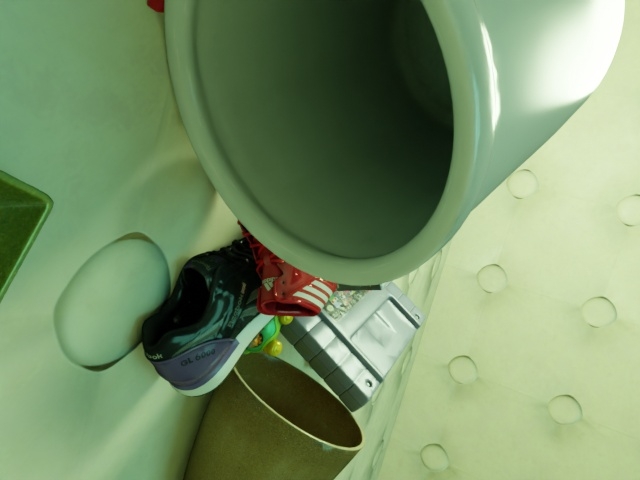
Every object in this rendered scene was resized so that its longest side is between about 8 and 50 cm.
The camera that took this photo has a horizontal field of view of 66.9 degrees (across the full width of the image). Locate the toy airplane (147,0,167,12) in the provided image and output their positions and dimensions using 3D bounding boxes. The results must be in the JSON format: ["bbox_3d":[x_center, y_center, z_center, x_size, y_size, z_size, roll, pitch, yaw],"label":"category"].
[{"bbox_3d":[-0.113,-0.277,0.445,0.151,0.028,0.151,-49,150,-42],"label":"toy airplane"}]

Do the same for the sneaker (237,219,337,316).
[{"bbox_3d":[-0.057,0.004,0.576,0.221,0.087,0.128,43,43,-17],"label":"sneaker"}]

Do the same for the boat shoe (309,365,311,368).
[{"bbox_3d":[0.060,0.261,1.173,0.267,0.088,0.096,3,104,-67],"label":"boat shoe"}]

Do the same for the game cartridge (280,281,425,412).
[{"bbox_3d":[0.068,0.141,0.938,0.068,0.230,0.355,-44,173,30],"label":"game cartridge"}]

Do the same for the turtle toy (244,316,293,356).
[{"bbox_3d":[-0.093,0.106,0.717,0.066,0.095,0.130,23,84,-46],"label":"turtle toy"}]

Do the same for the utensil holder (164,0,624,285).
[{"bbox_3d":[0.097,-0.190,0.504,0.385,0.327,0.328,-34,139,-37],"label":"utensil holder"}]

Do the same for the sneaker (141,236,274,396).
[{"bbox_3d":[-0.107,0.050,0.615,0.283,0.107,0.124,-58,148,-31],"label":"sneaker"}]

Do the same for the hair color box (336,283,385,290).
[{"bbox_3d":[0.095,-0.068,0.884,0.339,0.110,0.185,-47,128,-58],"label":"hair color box"}]

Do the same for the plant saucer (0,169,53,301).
[{"bbox_3d":[-0.277,0.018,0.266,0.189,0.045,0.188,-68,157,-12],"label":"plant saucer"}]

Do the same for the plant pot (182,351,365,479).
[{"bbox_3d":[-0.098,0.335,0.726,0.255,0.237,0.237,-58,157,2],"label":"plant pot"}]
